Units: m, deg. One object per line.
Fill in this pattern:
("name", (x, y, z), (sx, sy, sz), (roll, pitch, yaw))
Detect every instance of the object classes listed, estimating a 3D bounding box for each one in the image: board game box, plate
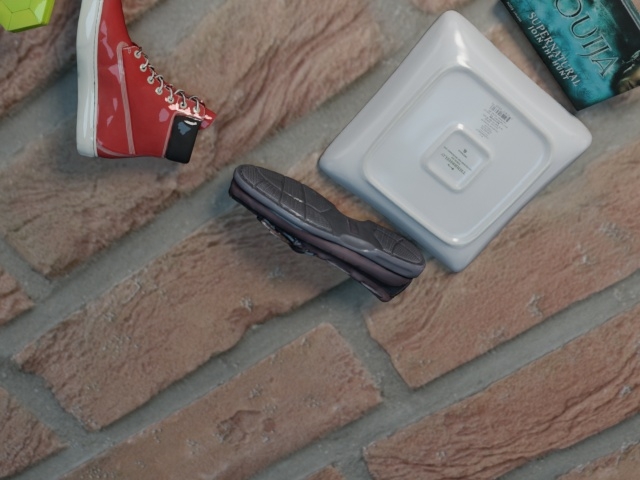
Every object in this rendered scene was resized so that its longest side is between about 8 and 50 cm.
("board game box", (0.325, -0.256, 0.897), (0.186, 0.026, 0.126), (47, 142, -19))
("plate", (0.184, -0.117, 0.994), (0.277, 0.045, 0.278), (37, 110, -14))

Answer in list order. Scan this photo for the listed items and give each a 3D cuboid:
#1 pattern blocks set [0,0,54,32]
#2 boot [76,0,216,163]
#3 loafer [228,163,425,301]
("pattern blocks set", (-0.374, -0.389, 0.845), (0.324, 0.026, 0.286), (-16, 96, 11))
("boot", (-0.220, -0.220, 0.941), (0.176, 0.088, 0.244), (3, 116, -8))
("loafer", (0.000, 0.000, 1.023), (0.302, 0.109, 0.095), (26, 117, -13))
